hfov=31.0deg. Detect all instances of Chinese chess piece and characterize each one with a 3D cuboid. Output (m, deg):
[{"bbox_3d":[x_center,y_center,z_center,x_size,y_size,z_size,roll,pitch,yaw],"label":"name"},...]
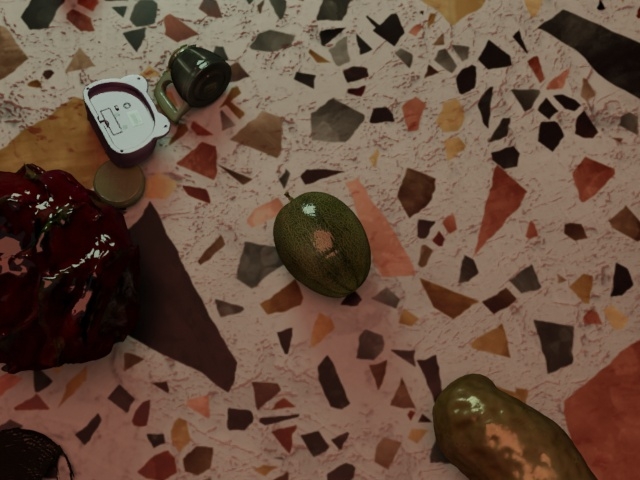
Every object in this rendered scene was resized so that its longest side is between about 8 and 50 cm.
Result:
[{"bbox_3d":[-0.326,-0.093,1.872,0.084,0.034,0.084,0,74,-1],"label":"Chinese chess piece"}]

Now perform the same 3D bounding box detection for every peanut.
[{"bbox_3d":[0.304,0.369,1.700,0.192,0.169,0.387,-32,75,-4],"label":"peanut"}]

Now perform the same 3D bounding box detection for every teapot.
[{"bbox_3d":[-0.218,-0.268,1.891,0.124,0.092,0.091,-37,63,-16],"label":"teapot"}]

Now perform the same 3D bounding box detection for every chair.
[{"bbox_3d":[-0.472,0.395,1.723,0.174,0.149,0.213,14,34,5],"label":"chair"}]

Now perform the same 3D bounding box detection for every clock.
[{"bbox_3d":[-0.313,-0.195,1.874,0.110,0.050,0.152,-23,66,-19],"label":"clock"}]

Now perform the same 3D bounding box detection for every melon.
[{"bbox_3d":[0.000,0.000,1.800,0.139,0.139,0.192,-34,77,-9],"label":"melon"}]

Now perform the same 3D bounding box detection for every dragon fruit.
[{"bbox_3d":[-0.419,0.045,1.698,0.329,0.329,0.329,0,76,-1],"label":"dragon fruit"}]
